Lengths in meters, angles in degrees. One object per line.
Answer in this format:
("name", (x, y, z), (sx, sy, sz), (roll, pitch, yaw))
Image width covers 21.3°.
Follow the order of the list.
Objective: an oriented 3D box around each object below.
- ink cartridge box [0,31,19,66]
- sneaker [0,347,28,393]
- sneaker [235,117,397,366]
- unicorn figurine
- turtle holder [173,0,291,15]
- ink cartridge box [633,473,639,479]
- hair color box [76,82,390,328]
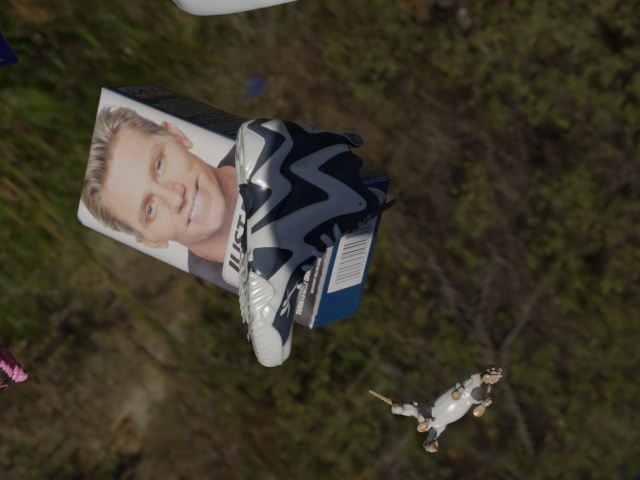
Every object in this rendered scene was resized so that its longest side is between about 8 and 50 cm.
("ink cartridge box", (-0.457, -0.212, 1.761), (0.223, 0.045, 0.224), (-19, 139, 9))
("sneaker", (-0.321, 0.125, 1.622), (0.057, 0.047, 0.119), (-38, 160, -3))
("sneaker", (0.000, 0.000, 1.622), (0.153, 0.235, 0.094), (-2, 172, -9))
("unicorn figurine", (0.132, 0.181, 1.849), (0.162, 0.060, 0.111), (-22, -169, 13))
("turtle holder", (0.004, -0.214, 0.572), (0.243, 0.320, 0.227), (-81, 152, -66))
("ink cartridge box", (0.324, 0.216, 1.245), (0.104, 0.180, 0.060), (-15, 111, -23))
("hair color box", (-0.106, -0.046, 1.942), (0.105, 0.347, 0.174), (-14, 122, -56))
